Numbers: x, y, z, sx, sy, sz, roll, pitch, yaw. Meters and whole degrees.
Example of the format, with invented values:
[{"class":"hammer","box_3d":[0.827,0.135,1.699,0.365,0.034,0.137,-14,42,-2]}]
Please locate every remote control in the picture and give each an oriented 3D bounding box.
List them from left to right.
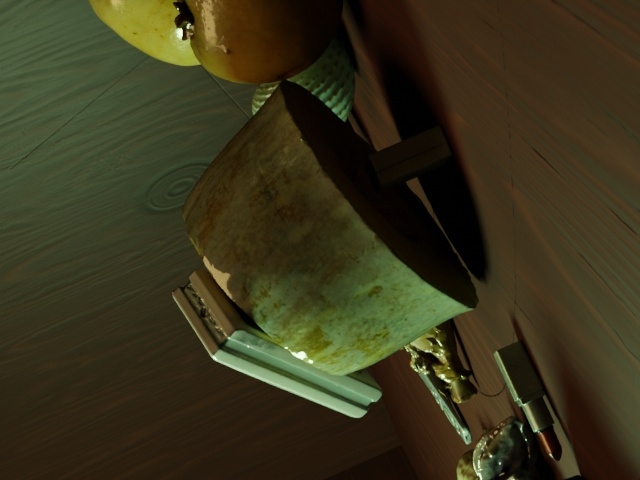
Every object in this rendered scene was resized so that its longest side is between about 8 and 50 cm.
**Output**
[{"class":"remote control","box_3d":[-0.041,0.116,1.423,0.277,0.055,0.103,30,-164,-49]},{"class":"remote control","box_3d":[0.216,0.274,2.224,0.184,0.027,0.050,57,173,41]}]

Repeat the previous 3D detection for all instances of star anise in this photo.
[{"class":"star anise","box_3d":[0.244,0.315,1.556,0.229,0.093,0.236,-106,-3,-73]}]

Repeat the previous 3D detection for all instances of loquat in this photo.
[{"class":"loquat","box_3d":[-0.074,-0.281,1.476,0.208,0.208,0.208,156,90,-87]}]

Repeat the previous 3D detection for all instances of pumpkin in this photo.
[{"class":"pumpkin","box_3d":[0.000,0.000,1.421,0.332,0.199,0.332,43,-163,-17]}]

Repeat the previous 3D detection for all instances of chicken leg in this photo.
[{"class":"chicken leg","box_3d":[0.155,0.144,1.784,0.207,0.085,0.101,58,-168,-14]}]

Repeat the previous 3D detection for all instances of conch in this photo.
[{"class":"conch","box_3d":[-0.017,-0.215,1.657,0.172,0.131,0.200,-83,5,-54]}]

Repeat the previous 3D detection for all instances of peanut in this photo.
[{"class":"peanut","box_3d":[0.242,0.352,1.887,0.187,0.082,0.082,99,147,-86]}]

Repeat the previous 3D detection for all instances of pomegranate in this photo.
[{"class":"pomegranate","box_3d":[-0.170,-0.376,1.687,0.307,0.307,0.307,156,90,-87]}]

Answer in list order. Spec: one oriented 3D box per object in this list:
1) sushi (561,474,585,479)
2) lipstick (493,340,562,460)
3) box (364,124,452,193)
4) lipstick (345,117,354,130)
[{"class":"sushi","box_3d":[0.218,0.396,1.254,0.212,0.227,0.215,-131,17,-80]},{"class":"lipstick","box_3d":[0.222,0.170,1.333,0.030,0.030,0.129,84,162,-79]},{"class":"box","box_3d":[0.086,-0.080,1.300,0.079,0.083,0.035,109,138,-84]},{"class":"lipstick","box_3d":[0.003,-0.187,1.900,0.081,0.081,0.299,72,175,-57]}]
